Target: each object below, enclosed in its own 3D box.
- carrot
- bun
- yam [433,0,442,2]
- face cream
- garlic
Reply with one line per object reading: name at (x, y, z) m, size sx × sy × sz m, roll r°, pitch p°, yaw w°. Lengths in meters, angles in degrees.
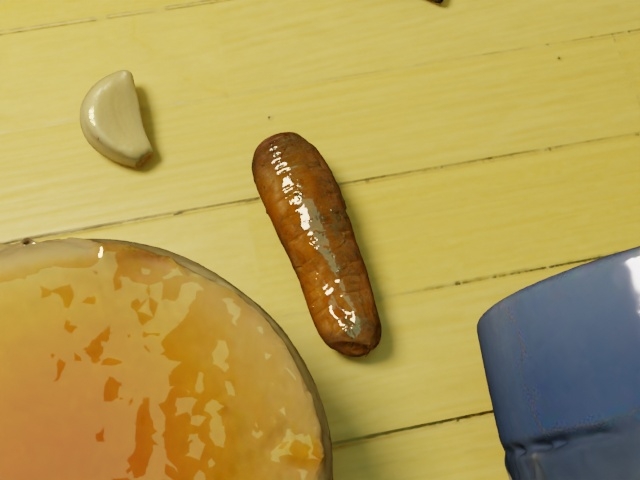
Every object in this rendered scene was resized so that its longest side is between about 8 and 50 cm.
carrot at (0.000, 0.000, 0.568) m, size 0.060 × 0.060 × 0.186 m, roll -21°, pitch 73°, yaw -9°
bun at (-0.144, 0.146, 0.453) m, size 0.298 × 0.165 × 0.299 m, roll 5°, pitch 73°, yaw -15°
yam at (0.010, -0.274, 0.686) m, size 0.234 × 0.029 × 0.027 m, roll 30°, pitch 60°, yaw 9°
face cream at (0.233, 0.127, 0.421) m, size 0.248 × 0.249 × 0.225 m, roll -10°, pitch 72°, yaw -5°
garlic at (-0.168, -0.097, 0.612) m, size 0.053 × 0.041 × 0.083 m, roll -17°, pitch 78°, yaw -21°
